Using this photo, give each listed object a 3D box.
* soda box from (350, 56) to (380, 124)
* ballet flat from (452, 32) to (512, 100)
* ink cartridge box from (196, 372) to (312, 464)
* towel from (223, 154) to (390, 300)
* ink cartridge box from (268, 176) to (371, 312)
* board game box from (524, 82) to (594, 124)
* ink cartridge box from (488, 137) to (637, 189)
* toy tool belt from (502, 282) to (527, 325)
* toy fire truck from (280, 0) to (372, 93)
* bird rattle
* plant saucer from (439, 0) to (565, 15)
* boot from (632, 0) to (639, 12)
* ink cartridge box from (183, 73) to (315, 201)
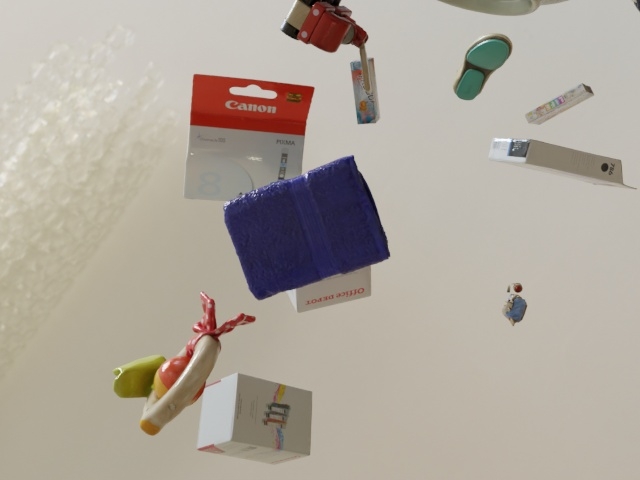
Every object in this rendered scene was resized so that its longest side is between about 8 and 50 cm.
[{"bbox_3d":[0.130,-0.431,2.173,0.063,0.058,0.183,-52,-44,-60],"label":"soda box"},{"bbox_3d":[0.346,-0.393,1.617,0.086,0.086,0.248,42,159,3],"label":"ballet flat"},{"bbox_3d":[-0.120,0.339,1.419,0.176,0.128,0.128,22,-123,-31],"label":"ink cartridge box"},{"bbox_3d":[-0.030,-0.023,1.565,0.076,0.308,0.228,-27,-82,-79],"label":"towel"},{"bbox_3d":[0.000,0.000,1.847,0.198,0.270,0.197,-12,-148,-15],"label":"ink cartridge box"},{"bbox_3d":[0.593,-0.337,1.870,0.103,0.154,0.026,-10,-106,-59],"label":"board game box"},{"bbox_3d":[0.594,-0.189,1.835,0.332,0.065,0.165,11,-176,-21],"label":"ink cartridge box"},{"bbox_3d":[0.415,0.136,1.597,0.052,0.083,0.051,11,-165,3],"label":"toy tool belt"},{"bbox_3d":[0.046,-0.483,1.825,0.246,0.159,0.217,36,-155,8],"label":"toy fire truck"},{"bbox_3d":[-0.212,0.214,1.224,0.143,0.253,0.207,48,-167,-18],"label":"bird rattle"},{"bbox_3d":[0.215,-0.396,1.048,0.400,0.101,0.400,16,-175,-1],"label":"plant saucer"},{"bbox_3d":[0.458,-0.382,1.084,0.190,0.069,0.086,48,153,25],"label":"boot"},{"bbox_3d":[-0.192,-0.248,1.960,0.307,0.385,0.091,4,-127,-10],"label":"ink cartridge box"}]
